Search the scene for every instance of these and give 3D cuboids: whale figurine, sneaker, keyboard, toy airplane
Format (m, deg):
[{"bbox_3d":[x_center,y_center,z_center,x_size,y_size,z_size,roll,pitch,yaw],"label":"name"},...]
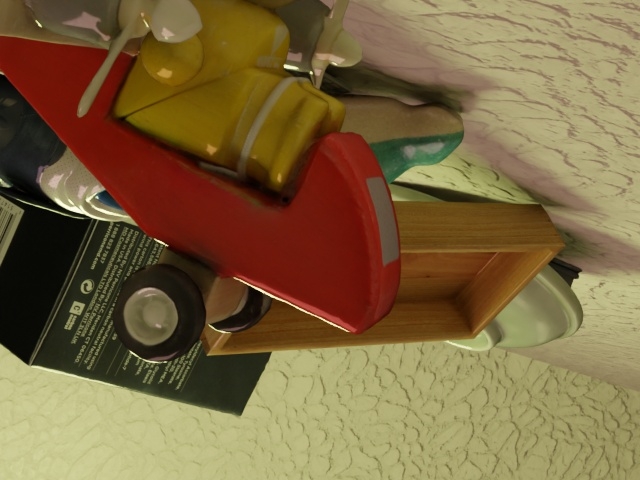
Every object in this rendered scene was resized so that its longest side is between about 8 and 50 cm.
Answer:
[{"bbox_3d":[0.005,-0.070,1.174,0.272,0.141,0.216,-5,-170,5],"label":"whale figurine"},{"bbox_3d":[-0.256,-0.077,1.336,0.236,0.130,0.323,26,176,9],"label":"sneaker"},{"bbox_3d":[-0.064,-0.165,1.277,0.072,0.014,0.256,21,171,-32],"label":"keyboard"},{"bbox_3d":[-0.110,-0.144,0.788,0.384,0.272,0.386,33,-159,-33],"label":"toy airplane"}]

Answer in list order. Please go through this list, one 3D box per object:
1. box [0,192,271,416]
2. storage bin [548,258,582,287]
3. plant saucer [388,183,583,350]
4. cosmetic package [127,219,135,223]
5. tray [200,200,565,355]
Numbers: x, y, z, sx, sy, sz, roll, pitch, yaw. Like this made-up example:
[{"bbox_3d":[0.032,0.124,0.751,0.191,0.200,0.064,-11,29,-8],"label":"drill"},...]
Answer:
[{"bbox_3d":[-0.374,0.040,2.064,0.480,0.297,0.471,26,-177,42],"label":"box"},{"bbox_3d":[0.324,0.069,1.892,0.135,0.091,0.098,22,171,-34],"label":"storage bin"},{"bbox_3d":[0.176,0.064,1.751,0.400,0.101,0.400,27,164,9],"label":"plant saucer"},{"bbox_3d":[-0.178,-0.087,1.503,0.197,0.155,0.365,20,175,-37],"label":"cosmetic package"},{"bbox_3d":[0.072,0.040,1.431,0.411,0.076,0.203,1,142,-36],"label":"tray"}]
